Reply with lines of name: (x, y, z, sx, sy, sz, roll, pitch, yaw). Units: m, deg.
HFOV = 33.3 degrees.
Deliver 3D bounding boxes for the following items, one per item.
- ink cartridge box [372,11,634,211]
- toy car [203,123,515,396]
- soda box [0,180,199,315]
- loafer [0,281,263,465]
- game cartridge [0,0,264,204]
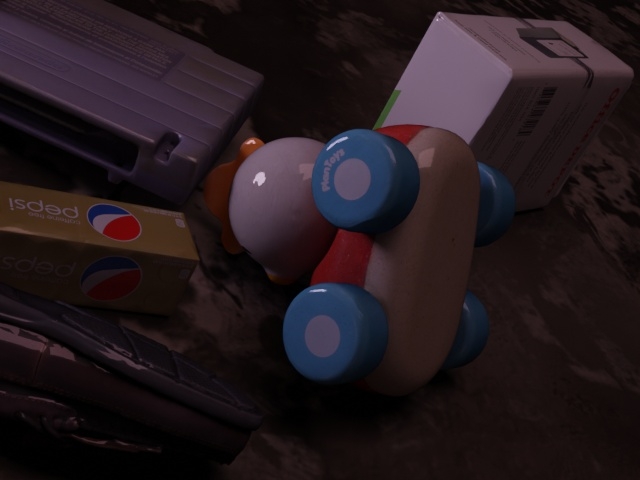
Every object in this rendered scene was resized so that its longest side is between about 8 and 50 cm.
ink cartridge box: (0.194, -0.132, 1.167, 0.273, 0.198, 0.115, -10, 47, -49)
toy car: (0.000, 0.000, 0.869, 0.238, 0.210, 0.219, 14, 5, 32)
soda box: (-0.185, 0.005, 0.767, 0.181, 0.061, 0.058, 10, 37, -31)
loafer: (-0.186, 0.080, 0.653, 0.302, 0.095, 0.109, 26, 0, -15)
game cartridge: (-0.242, -0.164, 0.960, 0.355, 0.068, 0.230, 25, 26, 0)
